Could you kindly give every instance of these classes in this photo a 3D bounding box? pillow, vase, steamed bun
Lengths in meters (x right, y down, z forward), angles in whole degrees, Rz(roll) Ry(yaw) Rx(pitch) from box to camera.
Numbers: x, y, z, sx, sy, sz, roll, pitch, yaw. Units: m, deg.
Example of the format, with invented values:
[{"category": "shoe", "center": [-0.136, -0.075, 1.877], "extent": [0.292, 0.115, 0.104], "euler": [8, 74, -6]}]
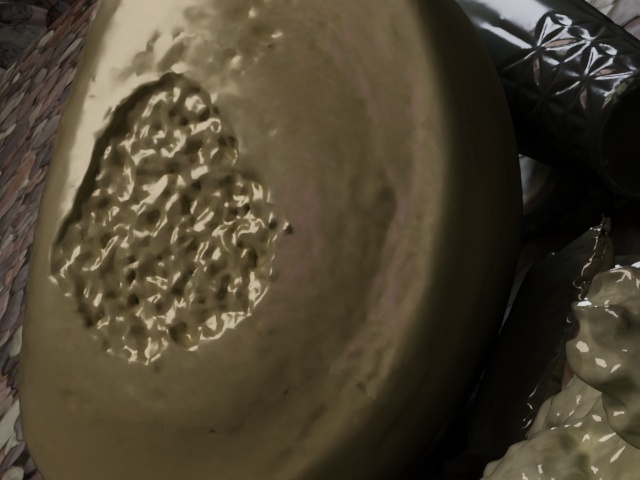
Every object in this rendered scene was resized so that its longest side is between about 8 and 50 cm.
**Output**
[{"category": "pillow", "center": [0.169, 0.082, 1.260], "extent": [0.181, 0.077, 0.134], "euler": [-65, 16, -18]}, {"category": "vase", "center": [0.194, -0.113, 1.447], "extent": [0.301, 0.156, 0.251], "euler": [-136, 56, -63]}, {"category": "steamed bun", "center": [0.000, 0.000, 1.299], "extent": [0.371, 0.289, 0.456], "euler": [7, -86, -71]}]

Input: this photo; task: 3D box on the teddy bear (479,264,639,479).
[{"category": "teddy bear", "center": [0.126, 0.168, 0.906], "extent": [0.362, 0.375, 0.327], "euler": [26, 119, 49]}]
